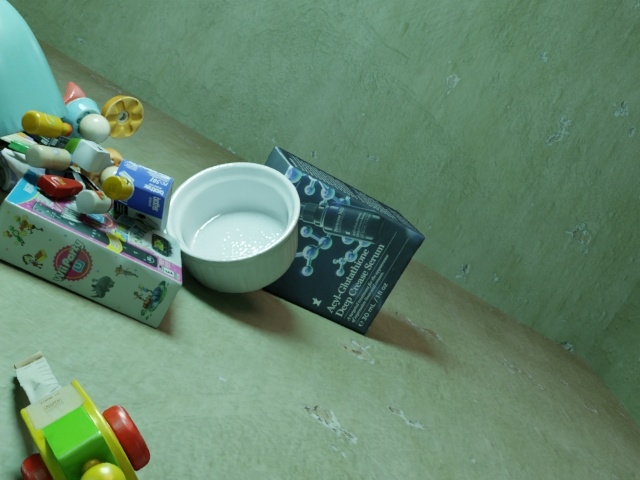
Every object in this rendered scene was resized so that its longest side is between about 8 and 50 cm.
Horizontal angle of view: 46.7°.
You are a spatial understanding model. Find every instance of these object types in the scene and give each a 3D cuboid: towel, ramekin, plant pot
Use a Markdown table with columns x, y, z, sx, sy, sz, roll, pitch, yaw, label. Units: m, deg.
| x | y | z | sx | sy | sz | roll | pitch | yaw | label |
| --- | --- | --- | --- | --- | --- | --- | --- | --- | --- |
| -0.557 | -0.117 | 1.569 | 0.285 | 0.034 | 0.209 | 21 | 15 | -42 | towel |
| -0.175 | -0.022 | 1.549 | 0.277 | 0.277 | 0.135 | 37 | -28 | 30 | ramekin |
| -0.638 | -0.310 | 1.337 | 0.293 | 0.235 | 0.293 | -10 | 20 | 4 | plant pot |

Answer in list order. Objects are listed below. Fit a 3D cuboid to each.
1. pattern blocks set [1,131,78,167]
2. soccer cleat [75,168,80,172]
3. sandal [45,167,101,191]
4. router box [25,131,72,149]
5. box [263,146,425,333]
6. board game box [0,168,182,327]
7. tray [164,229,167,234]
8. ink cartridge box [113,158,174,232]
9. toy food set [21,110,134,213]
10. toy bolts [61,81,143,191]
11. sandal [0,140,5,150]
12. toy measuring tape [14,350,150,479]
| x | y | z | sx | sy | sz | roll | pitch | yaw | label |
| --- | --- | --- | --- | --- | --- | --- | --- | --- | --- |
| -0.687 | -0.240 | 1.691 | 0.285 | 0.026 | 0.325 | 24 | 6 | -21 | pattern blocks set |
| -0.553 | -0.151 | 1.743 | 0.035 | 0.029 | 0.083 | 26 | 6 | -2 | soccer cleat |
| -0.459 | -0.079 | 1.490 | 0.254 | 0.054 | 0.097 | 45 | 17 | 21 | sandal |
| -0.624 | -0.246 | 1.686 | 0.122 | 0.038 | 0.092 | 33 | 6 | 18 | router box |
| 0.000 | 0.000 | 1.832 | 0.395 | 0.294 | 0.212 | 26 | 11 | -21 | box |
| -0.395 | 0.008 | 1.274 | 0.303 | 0.098 | 0.224 | 26 | 11 | -19 | board game box |
| -0.418 | -0.090 | 1.822 | 0.270 | 0.030 | 0.145 | 36 | 11 | 25 | tray |
| -0.331 | -0.070 | 1.372 | 0.097 | 0.046 | 0.207 | 22 | -26 | -5 | ink cartridge box |
| -0.408 | -0.122 | 1.270 | 0.232 | 0.111 | 0.104 | 32 | 10 | 13 | toy food set |
| -0.452 | -0.228 | 1.569 | 0.158 | 0.218 | 0.228 | 36 | -15 | 31 | toy bolts |
| -0.681 | -0.164 | 1.431 | 0.072 | 0.049 | 0.180 | 25 | 26 | -2 | sandal |
| -0.258 | 0.210 | 0.776 | 0.121 | 0.121 | 0.330 | 24 | -5 | -31 | toy measuring tape |
